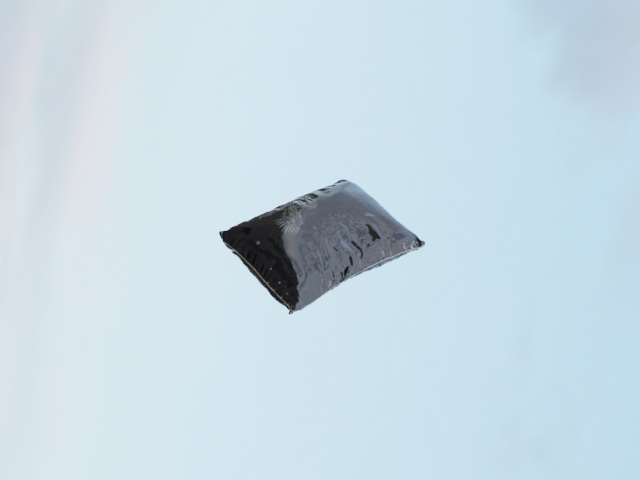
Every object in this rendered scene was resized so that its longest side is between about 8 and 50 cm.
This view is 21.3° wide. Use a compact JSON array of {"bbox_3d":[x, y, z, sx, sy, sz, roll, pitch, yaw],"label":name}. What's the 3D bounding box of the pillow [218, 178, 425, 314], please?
[{"bbox_3d":[0.000,0.000,1.884,0.141,0.208,0.055,41,-44,28],"label":"pillow"}]
